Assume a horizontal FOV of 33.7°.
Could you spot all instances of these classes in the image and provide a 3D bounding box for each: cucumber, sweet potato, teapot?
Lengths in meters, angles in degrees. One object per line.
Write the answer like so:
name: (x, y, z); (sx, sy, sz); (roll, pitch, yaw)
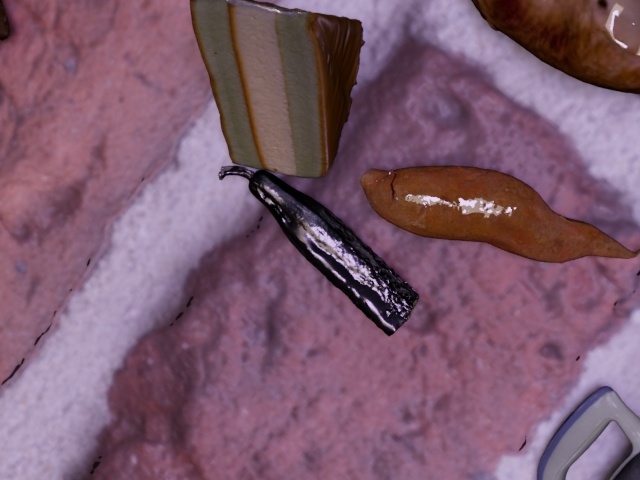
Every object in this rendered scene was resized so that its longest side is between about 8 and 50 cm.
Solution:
cucumber: (0.000, 0.000, 0.726); (0.163, 0.039, 0.043); (45, 62, 3)
sweet potato: (0.120, -0.016, 0.695); (0.195, 0.056, 0.056); (17, 101, 2)
teapot: (0.207, 0.186, 0.679); (0.149, 0.111, 0.108); (39, 117, -3)

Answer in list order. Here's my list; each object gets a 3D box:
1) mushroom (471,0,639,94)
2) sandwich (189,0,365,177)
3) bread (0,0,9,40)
mushroom: (0.220, -0.210, 0.582); (0.267, 0.254, 0.267); (1, 85, -13)
sandwich: (-0.030, -0.089, 0.652); (0.079, 0.163, 0.113); (13, 101, 9)
bread: (-0.353, -0.303, 0.708); (0.165, 0.113, 0.416); (-16, 96, 13)
